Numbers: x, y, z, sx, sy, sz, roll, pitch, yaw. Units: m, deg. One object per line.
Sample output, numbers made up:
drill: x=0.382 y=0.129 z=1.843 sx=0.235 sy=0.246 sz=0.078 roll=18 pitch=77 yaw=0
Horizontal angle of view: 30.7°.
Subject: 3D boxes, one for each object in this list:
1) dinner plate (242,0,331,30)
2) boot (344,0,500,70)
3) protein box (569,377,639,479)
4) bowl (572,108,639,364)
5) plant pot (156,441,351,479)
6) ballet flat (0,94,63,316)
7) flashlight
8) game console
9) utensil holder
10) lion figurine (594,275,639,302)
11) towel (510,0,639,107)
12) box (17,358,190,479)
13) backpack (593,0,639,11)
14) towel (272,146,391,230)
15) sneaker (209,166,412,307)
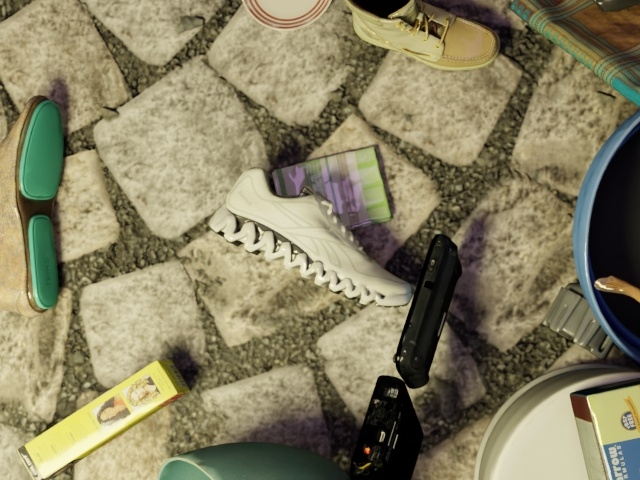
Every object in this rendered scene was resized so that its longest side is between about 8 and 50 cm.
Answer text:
dinner plate: x=-0.047 y=-0.370 z=1.684 sx=0.141 sy=0.017 sz=0.141 roll=-1 pitch=82 yaw=7
boot: x=0.136 y=-0.295 z=1.574 sx=0.213 sy=0.165 sz=0.077 roll=17 pitch=87 yaw=11
protein box: x=0.349 y=0.187 z=1.081 sx=0.199 sy=0.201 sz=0.136 roll=-13 pitch=82 yaw=6
bowl: x=0.500 y=-0.010 z=1.471 sx=0.391 sy=0.077 sz=0.391 roll=-1 pitch=98 yaw=-11
plant pot: x=-0.053 y=0.377 z=1.491 sx=0.195 sy=0.290 sz=0.290 roll=-19 pitch=79 yaw=-32
ballet flat: x=-0.434 y=-0.050 z=1.659 sx=0.106 sy=0.107 sz=0.316 roll=-2 pitch=82 yaw=21
flashlight: x=0.399 y=-0.003 z=1.543 sx=0.103 sy=0.103 sz=0.304 roll=30 pitch=92 yaw=-17
game console: x=0.120 y=0.170 z=1.520 sx=0.043 sy=0.213 sz=0.361 roll=13 pitch=67 yaw=17
utensil holder: x=0.343 y=0.303 z=1.366 sx=0.327 sy=0.385 sz=0.328 roll=-1 pitch=82 yaw=8
lion figurine: x=0.519 y=0.130 z=1.317 sx=0.392 sy=0.142 sz=0.240 roll=-1 pitch=51 yaw=-12
towel: x=0.446 y=-0.279 z=1.466 sx=0.271 sy=0.040 sz=0.370 roll=-27 pitch=43 yaw=-10
box: x=-0.297 y=0.247 z=1.612 sx=0.232 sy=0.087 sz=0.058 roll=-33 pitch=82 yaw=2
backpack: x=0.397 y=-0.501 z=1.506 sx=0.290 sy=0.273 sz=0.356 roll=-24 pitch=37 yaw=4
towel: x=0.015 y=-0.064 z=1.636 sx=0.152 sy=0.023 sz=0.113 roll=-14 pitch=82 yaw=6
sneaker: x=0.000 y=0.000 z=1.576 sx=0.292 sy=0.110 sz=0.118 roll=27 pitch=87 yaw=-1
